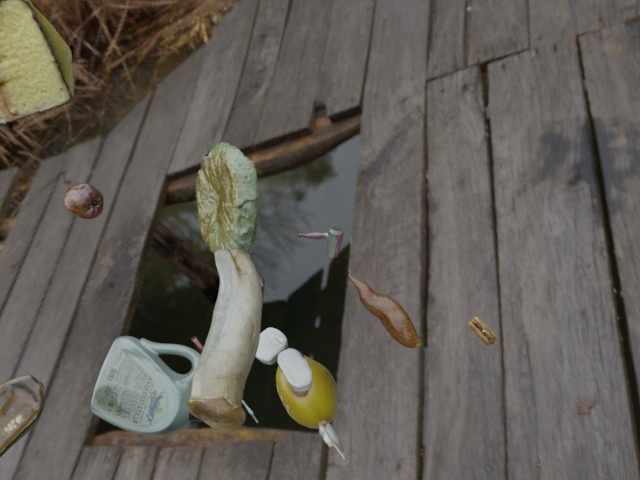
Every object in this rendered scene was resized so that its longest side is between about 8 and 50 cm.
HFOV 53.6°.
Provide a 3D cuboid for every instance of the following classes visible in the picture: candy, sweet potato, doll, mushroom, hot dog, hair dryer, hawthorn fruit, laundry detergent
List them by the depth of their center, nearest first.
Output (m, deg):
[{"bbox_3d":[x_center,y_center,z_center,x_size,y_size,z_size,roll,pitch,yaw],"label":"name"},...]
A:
[{"bbox_3d":[-0.449,-0.076,1.173,0.103,0.067,0.067,14,65,31],"label":"hawthorn fruit"},{"bbox_3d":[0.119,0.128,1.178,0.056,0.195,0.056,-46,3,3],"label":"sweet potato"},{"bbox_3d":[-0.169,0.176,1.184,0.095,0.122,0.351,-29,47,40],"label":"mushroom"},{"bbox_3d":[-0.535,-0.416,1.195,0.034,0.095,0.034,4,57,-6],"label":"sweet potato"},{"bbox_3d":[-0.639,0.378,1.215,0.143,0.101,0.271,-50,5,43],"label":"candy"},{"bbox_3d":[-0.365,0.342,1.457,0.280,0.105,0.215,11,72,12],"label":"laundry detergent"},{"bbox_3d":[0.402,0.226,1.567,0.037,0.083,0.021,-45,-2,10],"label":"hot dog"},{"bbox_3d":[-0.040,0.407,1.726,0.161,0.423,0.348,-31,22,-5],"label":"doll"},{"bbox_3d":[-0.001,-0.007,2.213,0.154,0.106,0.054,15,25,4],"label":"hair dryer"}]

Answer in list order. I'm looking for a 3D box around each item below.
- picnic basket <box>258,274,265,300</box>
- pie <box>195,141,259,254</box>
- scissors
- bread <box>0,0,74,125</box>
[{"bbox_3d":[-0.245,0.200,2.150,0.110,0.193,0.055,-1,45,-13],"label":"picnic basket"},{"bbox_3d":[-0.213,-0.081,1.449,0.306,0.071,0.307,12,105,57],"label":"pie"},{"bbox_3d":[-0.231,0.343,1.549,0.017,0.144,0.248,-37,63,-15],"label":"scissors"},{"bbox_3d":[-0.573,-0.302,1.084,0.240,0.178,0.135,-15,68,4],"label":"bread"}]
